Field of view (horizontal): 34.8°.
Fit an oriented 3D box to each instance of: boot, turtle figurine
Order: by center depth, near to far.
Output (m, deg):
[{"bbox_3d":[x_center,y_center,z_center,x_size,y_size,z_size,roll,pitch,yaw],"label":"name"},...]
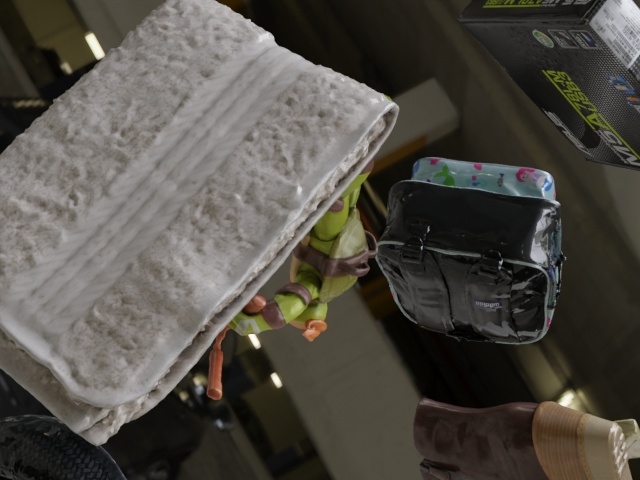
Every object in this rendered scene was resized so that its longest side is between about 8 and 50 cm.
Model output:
[{"bbox_3d":[0.000,0.000,0.806,0.087,0.269,0.217,23,-58,14],"label":"turtle figurine"},{"bbox_3d":[0.207,0.266,1.008,0.207,0.090,0.248,-1,-69,34],"label":"boot"}]

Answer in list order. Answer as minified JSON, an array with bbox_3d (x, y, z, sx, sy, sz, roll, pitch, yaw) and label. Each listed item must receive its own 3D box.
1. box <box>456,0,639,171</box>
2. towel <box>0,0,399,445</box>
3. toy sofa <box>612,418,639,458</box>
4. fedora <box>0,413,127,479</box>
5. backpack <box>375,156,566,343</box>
[{"bbox_3d":[0.221,-0.125,0.812,0.191,0.045,0.184,41,-7,-24],"label":"box"},{"bbox_3d":[-0.106,-0.030,0.633,0.187,0.282,0.049,33,-20,19],"label":"towel"},{"bbox_3d":[0.301,0.395,1.166,0.150,0.177,0.362,45,39,-58],"label":"toy sofa"},{"bbox_3d":[-0.153,0.279,0.651,0.152,0.334,0.334,12,40,-53],"label":"fedora"},{"bbox_3d":[0.194,0.022,1.283,0.253,0.225,0.191,71,33,-52],"label":"backpack"}]
